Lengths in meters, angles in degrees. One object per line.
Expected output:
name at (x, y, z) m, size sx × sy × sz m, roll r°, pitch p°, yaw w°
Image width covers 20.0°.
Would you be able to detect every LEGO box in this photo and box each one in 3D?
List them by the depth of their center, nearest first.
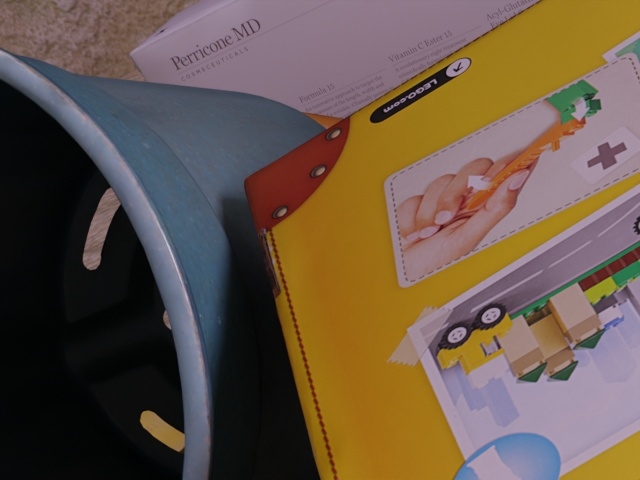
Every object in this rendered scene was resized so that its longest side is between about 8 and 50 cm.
LEGO box at (0.244, 0.005, 0.694) m, size 0.500 × 0.193 × 0.372 m, roll -31°, pitch 32°, yaw 9°

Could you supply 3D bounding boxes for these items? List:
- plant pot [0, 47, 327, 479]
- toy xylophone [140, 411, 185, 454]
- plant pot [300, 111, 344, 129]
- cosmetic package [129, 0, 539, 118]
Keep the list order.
plant pot at (-0.126, 0.051, 0.959) m, size 0.341 × 0.341 × 0.334 m, roll -23°, pitch -4°, yaw 27°
toy xylophone at (-0.129, 0.160, 1.308) m, size 0.322 × 0.081 × 0.236 m, roll -39°, pitch 17°, yaw -26°
plant pot at (0.000, 0.000, 1.191) m, size 0.188 × 0.205 × 0.205 m, roll 23°, pitch 43°, yaw 20°
cosmetic package at (0.088, -0.099, 1.313) m, size 0.377 × 0.284 × 0.097 m, roll -21°, pitch 19°, yaw 31°
